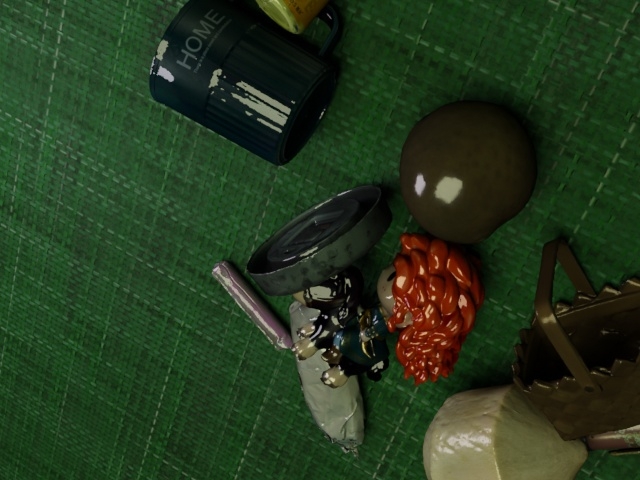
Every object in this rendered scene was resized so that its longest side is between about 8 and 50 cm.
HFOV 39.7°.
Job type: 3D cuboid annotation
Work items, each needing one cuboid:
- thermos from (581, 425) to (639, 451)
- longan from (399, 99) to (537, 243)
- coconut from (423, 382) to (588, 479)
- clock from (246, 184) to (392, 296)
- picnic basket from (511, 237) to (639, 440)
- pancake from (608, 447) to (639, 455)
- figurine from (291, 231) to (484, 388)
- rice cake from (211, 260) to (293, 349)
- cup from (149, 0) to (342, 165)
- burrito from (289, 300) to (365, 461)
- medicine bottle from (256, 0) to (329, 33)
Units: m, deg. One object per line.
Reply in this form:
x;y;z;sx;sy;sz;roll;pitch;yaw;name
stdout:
0.658;0.319;1.671;0.330;0.109;0.136;-12;99;30;thermos
0.262;-0.122;1.585;0.258;0.258;0.258;11;116;22;longan
0.373;0.419;1.748;0.329;0.329;0.328;11;116;22;coconut
0.000;-0.002;1.739;0.313;0.312;0.061;-21;109;32;clock
0.488;0.173;1.601;0.291;0.254;0.321;-25;110;32;picnic basket
0.624;0.412;1.736;0.115;0.115;0.011;-14;75;31;pancake
0.127;0.141;1.767;0.412;0.241;0.306;-9;97;21;figurine
-0.152;0.152;2.031;0.049;0.055;0.270;-41;89;29;rice cake
-0.125;-0.329;1.725;0.292;0.308;0.242;32;155;10;cup
0.021;0.308;1.987;0.139;0.101;0.445;-3;111;23;burrito
-0.006;-0.492;1.580;0.124;0.124;0.239;40;88;5;medicine bottle
